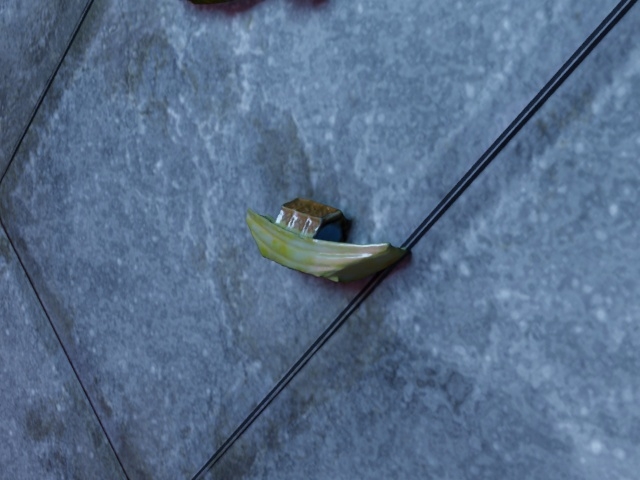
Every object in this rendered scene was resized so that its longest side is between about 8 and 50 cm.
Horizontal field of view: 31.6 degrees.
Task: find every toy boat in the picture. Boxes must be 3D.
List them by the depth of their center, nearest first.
[{"bbox_3d":[0.000,0.000,1.026,0.172,0.065,0.066,17,89,41],"label":"toy boat"}]

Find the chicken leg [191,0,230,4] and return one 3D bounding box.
[{"bbox_3d":[-0.091,-0.271,1.057,0.228,0.088,0.103,14,93,47],"label":"chicken leg"}]
